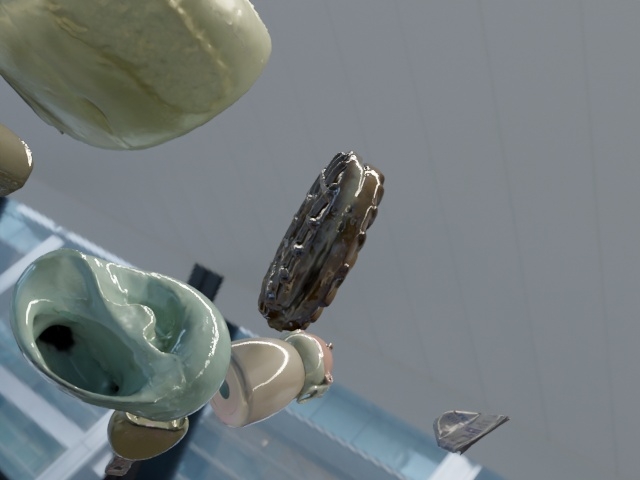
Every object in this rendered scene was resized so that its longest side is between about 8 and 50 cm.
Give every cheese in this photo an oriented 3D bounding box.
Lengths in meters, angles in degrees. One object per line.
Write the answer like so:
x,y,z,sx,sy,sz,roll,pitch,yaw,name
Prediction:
-0.243,0.266,1.116,0.097,0.037,0.192,15,-42,-23,cheese

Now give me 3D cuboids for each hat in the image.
-0.483,-0.124,1.220,0.085,0.147,0.175,25,-3,46,hat

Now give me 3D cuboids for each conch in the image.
-0.198,0.100,0.847,0.221,0.185,0.121,24,-68,-11,conch

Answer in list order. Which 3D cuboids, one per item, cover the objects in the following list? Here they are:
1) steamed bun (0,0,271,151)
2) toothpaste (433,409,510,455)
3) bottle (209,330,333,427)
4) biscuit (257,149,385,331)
-0.223,-0.220,0.891,0.290,0.272,0.273,37,12,-31,steamed bun
0.258,0.351,1.585,0.068,0.099,0.282,28,-12,0,toothpaste
-0.078,0.236,1.549,0.147,0.237,0.147,18,-66,48,bottle
0.000,0.000,1.462,0.103,0.332,0.332,27,-26,-7,biscuit
